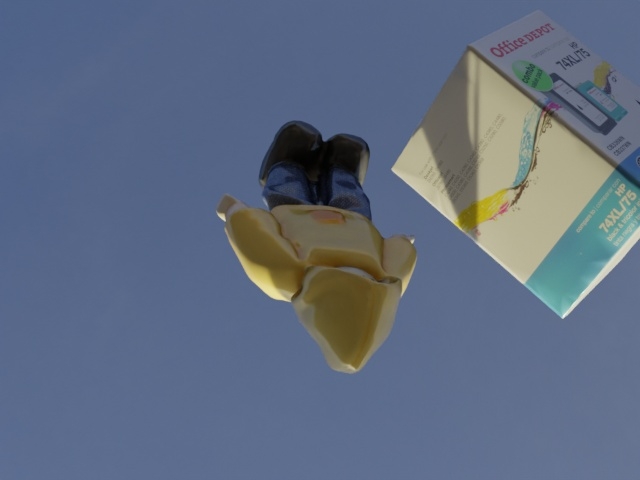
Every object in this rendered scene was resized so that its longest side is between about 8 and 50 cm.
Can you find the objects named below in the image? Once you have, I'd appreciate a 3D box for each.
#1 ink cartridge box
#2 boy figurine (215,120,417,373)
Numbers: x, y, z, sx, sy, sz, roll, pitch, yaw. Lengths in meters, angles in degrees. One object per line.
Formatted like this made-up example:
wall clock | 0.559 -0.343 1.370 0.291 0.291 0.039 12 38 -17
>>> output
ink cartridge box | 0.267 -0.096 1.284 0.270 0.198 0.197 42 -50 13
boy figurine | 0.000 0.000 0.915 0.177 0.285 0.092 15 -64 -13
